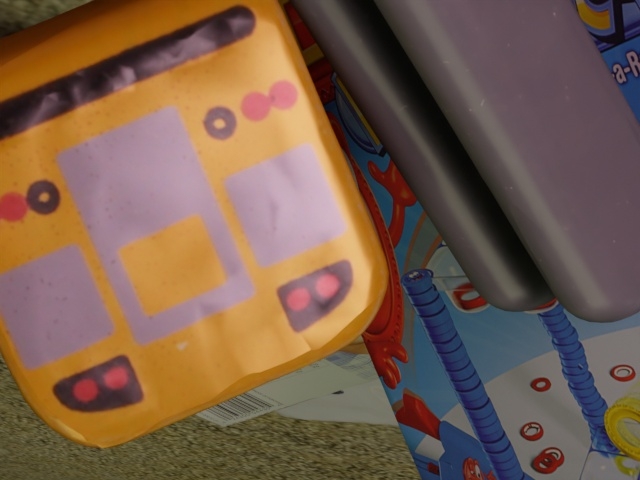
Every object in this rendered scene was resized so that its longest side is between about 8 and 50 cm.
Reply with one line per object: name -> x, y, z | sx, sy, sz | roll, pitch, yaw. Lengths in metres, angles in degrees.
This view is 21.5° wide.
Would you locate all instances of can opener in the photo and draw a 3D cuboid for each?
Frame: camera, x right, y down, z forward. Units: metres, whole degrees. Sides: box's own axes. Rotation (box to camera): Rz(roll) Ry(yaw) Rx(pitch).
can opener -> 0.019, -0.104, 0.429 | 0.074, 0.093, 0.280 | 6, 130, 60

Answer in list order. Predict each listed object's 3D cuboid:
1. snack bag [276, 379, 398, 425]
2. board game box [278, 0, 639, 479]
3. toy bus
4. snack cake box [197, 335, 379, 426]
snack bag -> -0.026, 0.090, 1.300 | 0.323, 0.037, 0.342 | -2, 155, 42
board game box -> 0.116, -0.005, 0.527 | 0.086, 0.302, 0.308 | -23, -179, -29
toy bus -> -0.065, -0.022, 0.598 | 0.108, 0.130, 0.333 | -24, -176, -6
snack cake box -> 0.000, 0.000, 0.821 | 0.264, 0.089, 0.152 | -20, 143, 34
